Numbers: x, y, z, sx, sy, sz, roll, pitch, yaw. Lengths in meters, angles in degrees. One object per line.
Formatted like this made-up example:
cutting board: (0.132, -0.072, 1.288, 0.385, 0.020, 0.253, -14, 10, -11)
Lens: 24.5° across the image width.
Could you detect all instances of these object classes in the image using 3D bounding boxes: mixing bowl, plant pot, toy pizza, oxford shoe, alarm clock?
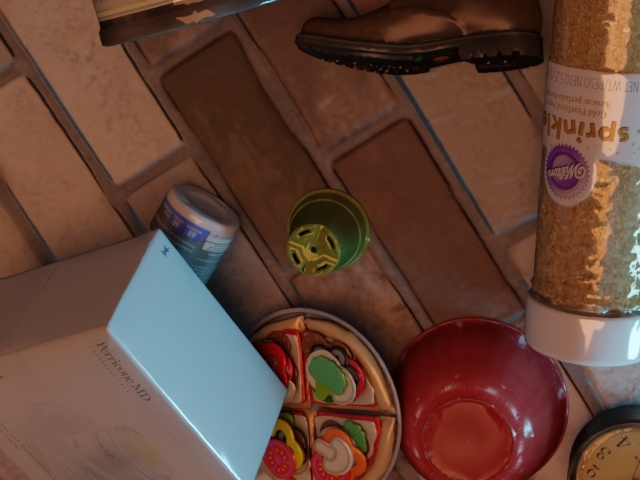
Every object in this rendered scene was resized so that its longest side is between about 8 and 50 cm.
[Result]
mixing bowl: (0.146, 0.174, 1.408, 0.181, 0.098, 0.181, 3, 105, 10)
plant pot: (0.000, 0.000, 1.400, 0.083, 0.079, 0.083, 3, 106, 11)
toy pizza: (-0.012, 0.165, 1.433, 0.201, 0.032, 0.201, 9, 106, 33)
oxford shoe: (0.088, -0.201, 1.339, 0.227, 0.083, 0.096, -1, 85, 11)
alarm clock: (0.289, 0.236, 1.413, 0.129, 0.064, 0.192, 42, 106, -2)

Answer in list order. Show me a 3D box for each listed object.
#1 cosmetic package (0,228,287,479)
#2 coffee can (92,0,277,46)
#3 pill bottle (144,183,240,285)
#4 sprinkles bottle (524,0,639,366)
cosmetic package: (-0.193, 0.135, 1.379, 0.224, 0.138, 0.224, -18, 124, 31)
coffee can: (-0.131, -0.327, 1.274, 0.201, 0.201, 0.275, -13, 102, 14)
pill bottle: (-0.143, 0.021, 1.434, 0.078, 0.078, 0.137, 32, 108, 2)
sprinkles bottle: (0.253, -0.071, 1.309, 0.121, 0.121, 0.355, 5, 105, 10)
